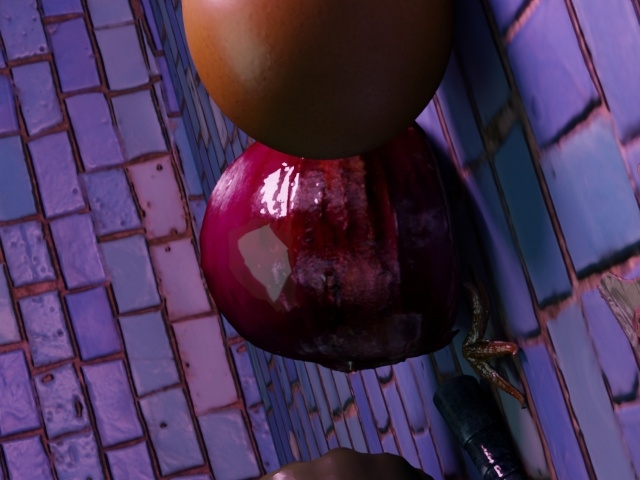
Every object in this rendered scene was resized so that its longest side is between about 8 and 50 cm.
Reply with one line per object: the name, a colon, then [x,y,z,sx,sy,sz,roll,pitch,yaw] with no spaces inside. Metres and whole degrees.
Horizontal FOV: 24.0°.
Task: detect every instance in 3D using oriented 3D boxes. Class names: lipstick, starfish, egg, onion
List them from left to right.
egg: [-0.005,-0.230,1.397,0.250,0.250,0.322,101,159,-65]
onion: [0.000,0.000,1.612,0.336,0.260,0.281,-133,39,-79]
starfish: [0.166,0.119,1.528,0.130,0.041,0.133,91,161,-57]
lipstick: [0.186,0.241,1.559,0.053,0.053,0.234,87,162,-45]

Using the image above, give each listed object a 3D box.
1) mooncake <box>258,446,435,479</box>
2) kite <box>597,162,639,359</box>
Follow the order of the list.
mooncake: [0.016,0.421,1.843,0.194,0.356,0.356,-111,12,-46]
kite: [0.263,0.074,1.072,0.323,0.013,0.267,-175,71,-78]
